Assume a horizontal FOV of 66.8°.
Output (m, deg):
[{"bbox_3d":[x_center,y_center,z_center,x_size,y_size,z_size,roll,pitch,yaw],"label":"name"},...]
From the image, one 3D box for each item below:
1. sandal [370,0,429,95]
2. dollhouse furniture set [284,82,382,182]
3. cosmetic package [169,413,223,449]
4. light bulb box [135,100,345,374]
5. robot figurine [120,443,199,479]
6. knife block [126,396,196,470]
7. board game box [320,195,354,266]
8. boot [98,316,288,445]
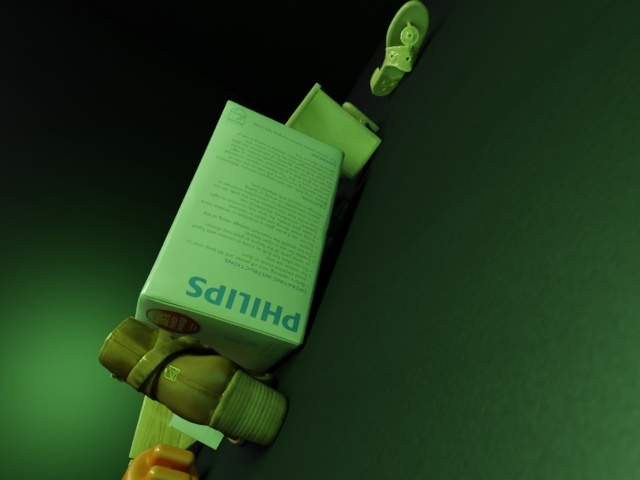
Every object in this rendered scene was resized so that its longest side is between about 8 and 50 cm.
[{"bbox_3d":[0.175,-0.380,1.035,0.240,0.088,0.079,118,145,-59],"label":"sandal"},{"bbox_3d":[0.001,-0.201,1.006,0.212,0.161,0.242,-54,11,-5],"label":"dollhouse furniture set"},{"bbox_3d":[-0.235,0.333,0.984,0.061,0.098,0.239,-62,8,-7],"label":"cosmetic package"},{"bbox_3d":[-0.150,0.035,0.847,0.358,0.225,0.361,129,158,-55],"label":"light bulb box"},{"bbox_3d":[-0.289,0.445,0.830,0.128,0.158,0.220,2,-54,-52],"label":"robot figurine"},{"bbox_3d":[-0.380,0.439,1.070,0.242,0.276,0.088,-31,-9,-31],"label":"knife block"},{"bbox_3d":[0.000,0.000,0.902,0.126,0.026,0.186,-64,8,-19],"label":"board game box"},{"bbox_3d":[-0.174,0.187,0.642,0.109,0.220,0.283,-63,8,-15],"label":"boot"}]
